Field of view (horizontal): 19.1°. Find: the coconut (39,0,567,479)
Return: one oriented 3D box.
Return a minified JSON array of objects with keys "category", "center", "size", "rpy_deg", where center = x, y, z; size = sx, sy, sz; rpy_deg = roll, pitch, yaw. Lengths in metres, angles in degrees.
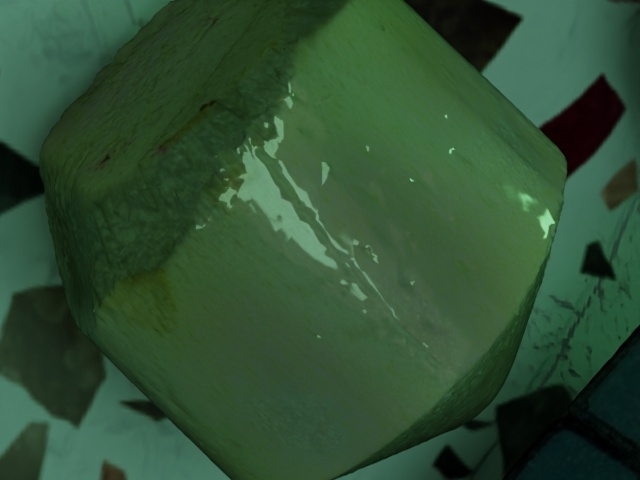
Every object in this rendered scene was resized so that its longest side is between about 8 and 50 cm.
[{"category":"coconut","center":[0.000,0.000,0.931],"size":[0.239,0.239,0.244],"rpy_deg":[-48,114,-10]}]

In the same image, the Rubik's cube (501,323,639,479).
[{"category":"Rubik's cube","center":[0.299,0.243,0.998],"size":[0.337,0.344,0.344],"rpy_deg":[-48,130,-9]}]
